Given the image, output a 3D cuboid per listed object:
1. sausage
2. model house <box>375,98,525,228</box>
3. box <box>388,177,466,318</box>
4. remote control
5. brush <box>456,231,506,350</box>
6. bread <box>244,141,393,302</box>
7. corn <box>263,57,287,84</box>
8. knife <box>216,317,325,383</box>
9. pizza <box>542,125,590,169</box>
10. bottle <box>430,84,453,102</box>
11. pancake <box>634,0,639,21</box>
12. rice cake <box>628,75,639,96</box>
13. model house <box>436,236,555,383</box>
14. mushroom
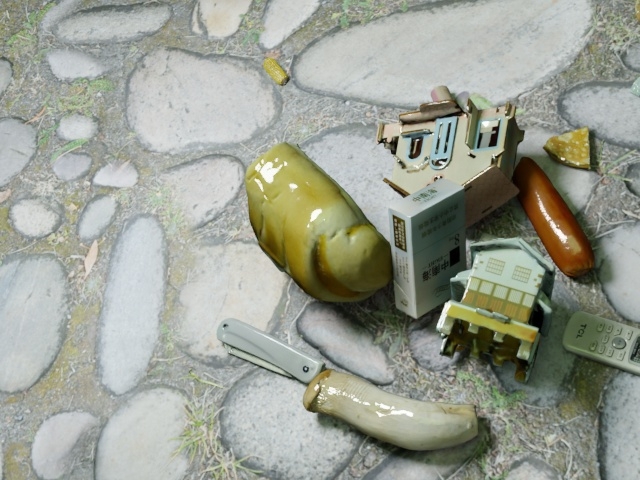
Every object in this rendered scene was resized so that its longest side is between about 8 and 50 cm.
[{"bbox_3d":[0.472,-0.050,1.889,0.083,0.089,0.300,-29,56,8],"label":"sausage"},{"bbox_3d":[0.257,-0.151,1.937,0.326,0.169,0.244,-4,66,34],"label":"model house"},{"bbox_3d":[0.216,0.017,1.815,0.155,0.243,0.067,-26,36,-29],"label":"box"},{"bbox_3d":[0.561,0.198,1.752,0.190,0.029,0.087,18,68,27],"label":"remote control"},{"bbox_3d":[0.330,0.108,1.890,0.103,0.013,0.272,19,69,27],"label":"brush"},{"bbox_3d":[0.000,0.000,1.897,0.210,0.300,0.341,-44,60,-2],"label":"bread"},{"bbox_3d":[-0.116,-0.431,2.333,0.037,0.037,0.092,-36,59,-4],"label":"corn"},{"bbox_3d":[-0.110,0.237,1.947,0.266,0.040,0.073,20,80,27],"label":"knife"},{"bbox_3d":[0.554,-0.204,1.987,0.123,0.026,0.108,33,73,33],"label":"pizza"},{"bbox_3d":[0.290,-0.312,2.125,0.045,0.045,0.096,-20,58,6],"label":"bottle"},{"bbox_3d":[0.795,-0.543,2.102,0.152,0.025,0.151,-7,60,13],"label":"pancake"},{"bbox_3d":[0.743,-0.384,2.027,0.033,0.029,0.171,35,78,24],"label":"rice cake"},{"bbox_3d":[0.341,0.127,1.744,0.198,0.224,0.215,15,71,17],"label":"model house"},{"bbox_3d":[0.135,0.331,1.781,0.351,0.095,0.122,11,48,22],"label":"mushroom"}]
